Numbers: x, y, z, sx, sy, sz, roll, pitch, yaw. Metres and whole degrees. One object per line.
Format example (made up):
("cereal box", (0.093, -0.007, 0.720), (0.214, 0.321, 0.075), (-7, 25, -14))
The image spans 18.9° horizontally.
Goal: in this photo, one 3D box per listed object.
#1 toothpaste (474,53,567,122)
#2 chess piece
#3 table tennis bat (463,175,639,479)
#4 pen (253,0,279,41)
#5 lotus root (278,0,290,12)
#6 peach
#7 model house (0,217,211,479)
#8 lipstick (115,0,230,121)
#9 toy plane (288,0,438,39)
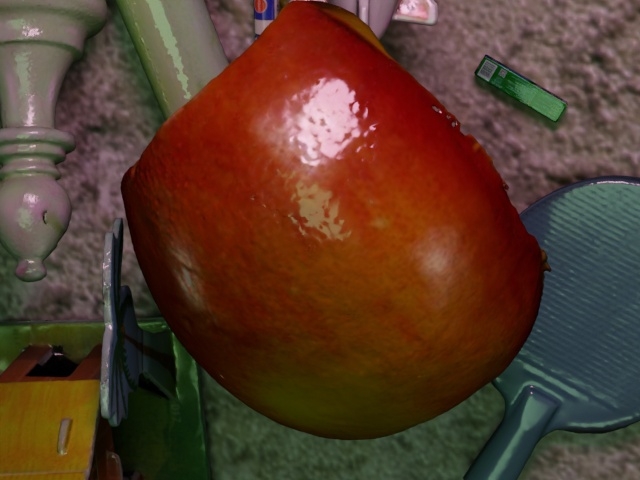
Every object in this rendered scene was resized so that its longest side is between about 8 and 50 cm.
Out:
("toothpaste", (0.174, -0.132, 1.667), (0.083, 0.017, 0.020), (30, 106, -1))
("chess piece", (-0.247, -0.098, 1.632), (0.139, 0.139, 0.271), (-5, 80, 10))
("table tennis bat", (0.227, 0.093, 1.714), (0.215, 0.044, 0.329), (29, 106, -1))
("pen", (-0.048, -0.220, 1.671), (0.025, 0.025, 0.204), (2, 107, 8))
("lotus root", (0.013, -0.200, 1.656), (0.099, 0.049, 0.054), (9, 106, 0))
("peach", (0.000, 0.000, 1.545), (0.242, 0.306, 0.380), (-44, 116, -24))
("model house", (-0.280, 0.152, 1.662), (0.300, 0.323, 0.340), (-2, 106, 9))
("lipstick", (-0.124, -0.171, 1.674), (0.076, 0.076, 0.304), (-19, 103, 14))
("toy plane", (0.037, -0.284, 1.577), (0.252, 0.118, 0.252), (0, 88, 1))
